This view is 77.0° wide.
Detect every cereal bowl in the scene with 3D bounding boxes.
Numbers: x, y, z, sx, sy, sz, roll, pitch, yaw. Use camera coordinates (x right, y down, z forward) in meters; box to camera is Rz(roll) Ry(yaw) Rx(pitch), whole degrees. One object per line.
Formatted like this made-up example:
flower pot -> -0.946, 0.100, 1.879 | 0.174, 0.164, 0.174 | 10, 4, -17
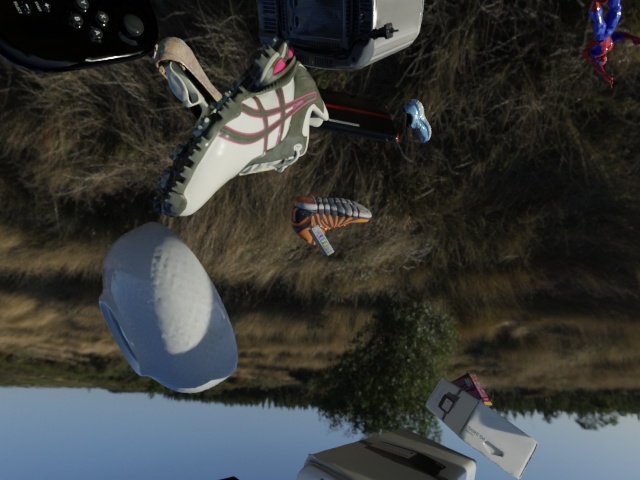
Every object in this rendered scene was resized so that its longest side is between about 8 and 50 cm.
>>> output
cereal bowl -> -0.309, 0.144, 0.756 | 0.141, 0.339, 0.339 | -28, -178, -36

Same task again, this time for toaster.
toaster -> 0.034, -0.302, 0.518 | 0.227, 0.146, 0.129 | 24, 134, 34

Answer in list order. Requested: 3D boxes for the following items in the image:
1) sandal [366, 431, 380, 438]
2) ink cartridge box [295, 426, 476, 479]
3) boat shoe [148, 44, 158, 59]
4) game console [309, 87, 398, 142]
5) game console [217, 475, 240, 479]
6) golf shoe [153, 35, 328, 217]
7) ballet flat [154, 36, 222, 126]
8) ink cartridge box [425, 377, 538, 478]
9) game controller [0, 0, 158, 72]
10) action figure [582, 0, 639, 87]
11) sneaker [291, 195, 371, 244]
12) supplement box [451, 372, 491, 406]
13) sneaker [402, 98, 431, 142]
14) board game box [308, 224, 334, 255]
sandal -> 0.220, 0.715, 1.087 | 0.102, 0.416, 0.169 | -15, -167, 0
ink cartridge box -> 0.077, 0.370, 0.475 | 0.129, 0.223, 0.307 | 10, 168, 33
boat shoe -> -0.579, -0.658, 1.418 | 0.170, 0.059, 0.063 | 22, 121, -18
game console -> 0.069, -0.451, 1.434 | 0.386, 0.342, 0.060 | 8, 128, -8
game console -> -0.132, 0.710, 0.943 | 0.044, 0.213, 0.361 | -13, -176, -41
golf shoe -> -0.074, -0.117, 0.459 | 0.120, 0.273, 0.105 | 44, 148, -24
ballet flat -> -0.307, -0.350, 1.026 | 0.107, 0.106, 0.316 | -17, 134, 23
ink cartridge box -> 0.250, 0.292, 0.644 | 0.109, 0.063, 0.150 | 35, 173, 0
game controller -> -0.277, -0.316, 0.358 | 0.067, 0.166, 0.319 | -7, 111, 37
action figure -> 0.703, -0.484, 0.960 | 0.091, 0.139, 0.280 | -36, 156, 18
sneaker -> 0.036, -0.073, 1.622 | 0.321, 0.124, 0.180 | 7, 118, -10
supplement box -> 0.375, 0.381, 1.002 | 0.043, 0.083, 0.055 | 22, 127, -42
sneaker -> 0.329, -0.408, 1.402 | 0.162, 0.073, 0.063 | 55, 177, -32
board game box -> 0.000, 0.000, 1.368 | 0.026, 0.103, 0.154 | -32, -177, -5
